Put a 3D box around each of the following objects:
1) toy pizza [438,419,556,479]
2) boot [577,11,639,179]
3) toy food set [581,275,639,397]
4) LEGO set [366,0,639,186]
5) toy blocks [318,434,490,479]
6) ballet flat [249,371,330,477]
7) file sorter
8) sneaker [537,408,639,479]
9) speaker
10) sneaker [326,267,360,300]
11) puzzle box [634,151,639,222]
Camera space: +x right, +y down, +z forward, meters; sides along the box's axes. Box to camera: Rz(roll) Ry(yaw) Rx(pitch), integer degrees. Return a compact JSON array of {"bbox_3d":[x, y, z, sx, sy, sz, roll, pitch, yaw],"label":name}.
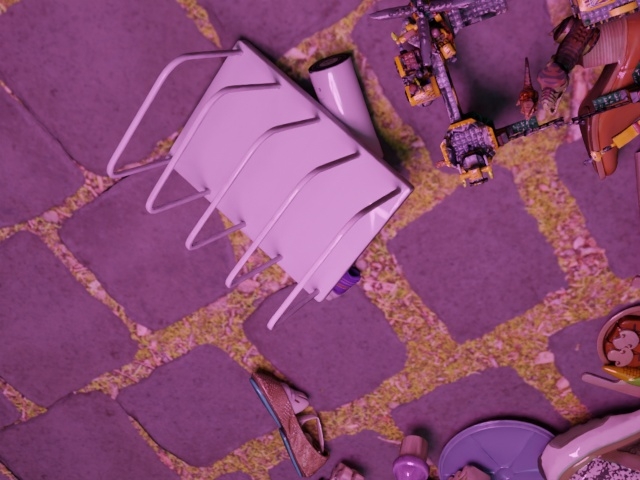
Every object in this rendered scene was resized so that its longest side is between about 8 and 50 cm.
[{"bbox_3d":[0.282,0.347,1.239,0.201,0.032,0.201,3,120,6],"label":"toy pizza"},{"bbox_3d":[0.378,-0.168,0.925,0.152,0.073,0.197,-9,119,8],"label":"boot"},{"bbox_3d":[0.448,0.145,1.104,0.132,0.038,0.192,14,119,-1],"label":"toy food set"},{"bbox_3d":[0.228,-0.189,0.807,0.331,0.192,0.255,-9,104,15],"label":"LEGO set"},{"bbox_3d":[0.141,0.490,1.180,0.309,0.260,0.288,31,130,-10],"label":"toy blocks"},{"bbox_3d":[-0.041,0.270,1.228,0.067,0.073,0.206,-28,118,-9],"label":"ballet flat"},{"bbox_3d":[-0.076,-0.067,0.927,0.277,0.173,0.193,42,116,9],"label":"file sorter"},{"bbox_3d":[0.508,0.299,1.080,0.410,0.182,0.158,-34,128,20],"label":"sneaker"},{"bbox_3d":[0.032,-0.154,0.983,0.055,0.055,0.136,-15,115,15],"label":"speaker"},{"bbox_3d":[0.000,0.000,1.078,0.071,0.068,0.170,-29,121,4],"label":"sneaker"},{"bbox_3d":[0.593,0.006,0.940,0.409,0.052,0.272,-6,91,10],"label":"puzzle box"}]
